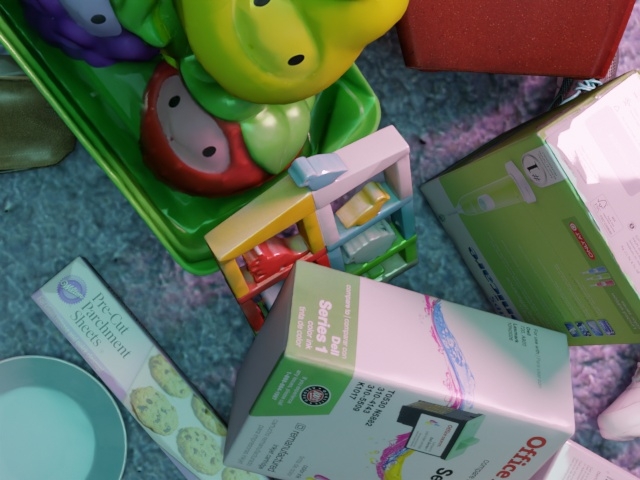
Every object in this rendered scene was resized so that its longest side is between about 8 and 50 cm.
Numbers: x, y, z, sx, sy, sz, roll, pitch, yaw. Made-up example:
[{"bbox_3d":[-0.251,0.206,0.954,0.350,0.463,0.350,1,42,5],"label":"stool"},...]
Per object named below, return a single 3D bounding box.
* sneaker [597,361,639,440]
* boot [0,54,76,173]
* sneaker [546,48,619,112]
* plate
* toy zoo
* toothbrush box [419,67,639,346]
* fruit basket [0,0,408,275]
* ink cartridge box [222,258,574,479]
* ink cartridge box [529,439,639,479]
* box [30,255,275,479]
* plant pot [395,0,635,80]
[{"bbox_3d":[0.375,0.124,1.150,0.232,0.090,0.115,-32,86,-16],"label":"sneaker"},{"bbox_3d":[-0.388,-0.119,1.044,0.305,0.112,0.115,-2,95,-10],"label":"boot"},{"bbox_3d":[0.277,-0.147,1.140,0.065,0.076,0.166,27,85,-7],"label":"sneaker"},{"bbox_3d":[-0.289,0.208,1.086,0.188,0.024,0.188,0,89,-7],"label":"plate"},{"bbox_3d":[0.000,0.000,1.003,0.192,0.293,0.030,-31,65,-7],"label":"toy zoo"},{"bbox_3d":[0.237,-0.015,1.022,0.122,0.283,0.206,-33,92,-18],"label":"toothbrush box"},{"bbox_3d":[-0.095,-0.176,0.908,0.283,0.392,0.392,-42,94,-12],"label":"fruit basket"},{"bbox_3d":[0.071,0.153,1.024,0.278,0.201,0.117,16,46,-12],"label":"ink cartridge box"},{"bbox_3d":[0.295,0.318,1.122,0.219,0.092,0.160,30,86,-6],"label":"ink cartridge box"},{"bbox_3d":[-0.160,0.158,1.083,0.067,0.063,0.324,-39,94,-7],"label":"box"},{"bbox_3d":[0.184,-0.275,1.028,0.267,0.267,0.235,6,100,10],"label":"plant pot"}]
